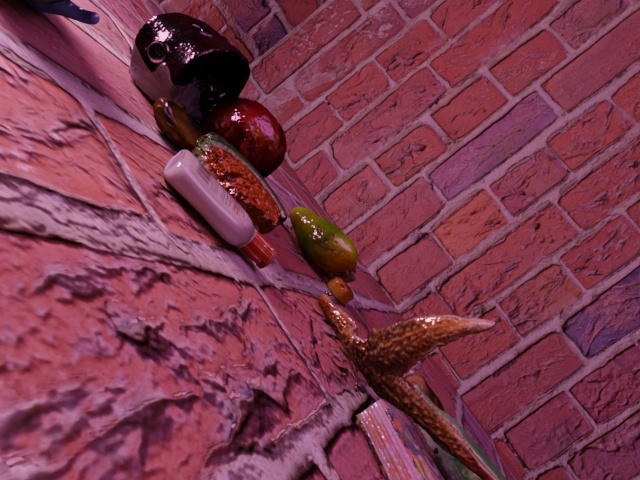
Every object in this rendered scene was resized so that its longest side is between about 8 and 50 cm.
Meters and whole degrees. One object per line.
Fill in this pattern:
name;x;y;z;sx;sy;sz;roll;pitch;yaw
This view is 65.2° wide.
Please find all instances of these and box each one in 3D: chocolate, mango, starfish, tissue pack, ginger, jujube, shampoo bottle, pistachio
chocolate;0.269;0.428;1.020;0.291;0.110;0.110;51;6;12
mango;0.000;0.000;1.359;0.233;0.111;0.125;43;19;9
starfish;0.148;0.232;0.886;0.384;0.132;0.398;57;-31;5
tissue pack;0.123;0.316;0.730;0.108;0.060;0.148;49;8;-45
ginger;0.229;0.367;1.151;0.190;0.069;0.095;50;19;-31
jujube;-0.164;-0.219;1.092;0.183;0.183;0.243;51;4;-13
shampoo bottle;-0.153;-0.043;0.788;0.221;0.051;0.108;50;6;-25
pistachio;-0.264;-0.208;0.925;0.173;0.049;0.089;54;22;-71

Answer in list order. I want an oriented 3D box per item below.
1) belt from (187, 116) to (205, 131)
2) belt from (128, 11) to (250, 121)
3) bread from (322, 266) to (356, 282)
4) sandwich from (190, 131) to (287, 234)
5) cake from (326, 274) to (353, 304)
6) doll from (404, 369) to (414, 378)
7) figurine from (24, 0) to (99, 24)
belt;-0.268;-0.336;1.274;0.128;0.122;0.218;50;7;10
belt;-0.272;-0.360;1.030;0.164;0.184;0.289;43;14;4
bread;0.035;0.057;1.471;0.177;0.084;0.119;52;4;34
sandwich;-0.153;-0.085;0.957;0.235;0.079;0.159;38;25;-51
cake;0.054;0.131;1.352;0.084;0.044;0.084;52;4;-6
doll;0.193;0.301;1.217;0.127;0.084;0.073;61;4;2
figurine;-0.382;-0.402;0.702;0.180;0.154;0.262;39;14;-16
